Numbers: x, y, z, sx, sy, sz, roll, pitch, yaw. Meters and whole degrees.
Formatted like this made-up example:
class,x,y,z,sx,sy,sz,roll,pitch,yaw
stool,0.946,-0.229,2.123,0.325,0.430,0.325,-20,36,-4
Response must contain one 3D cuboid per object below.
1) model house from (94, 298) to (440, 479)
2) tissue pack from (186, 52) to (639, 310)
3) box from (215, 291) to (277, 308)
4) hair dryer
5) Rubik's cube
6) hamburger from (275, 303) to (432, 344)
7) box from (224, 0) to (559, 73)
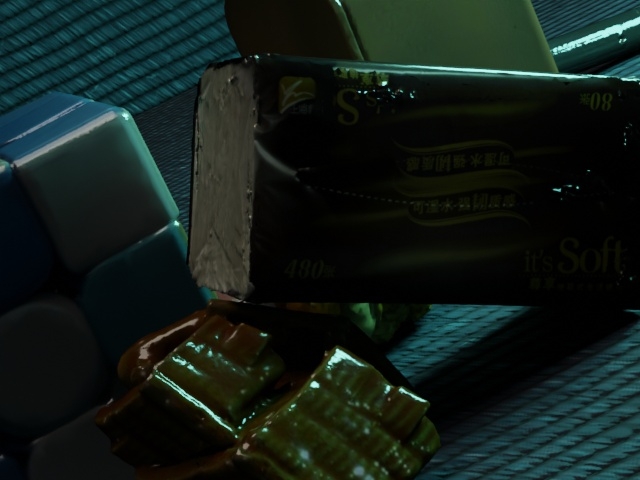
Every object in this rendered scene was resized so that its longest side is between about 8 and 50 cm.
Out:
class,x,y,z,sx,sy,sz,roll,pitch,yaw
model house,-0.040,0.143,1.538,0.220,0.199,0.229,-38,10,3
tissue pack,0.088,-0.045,1.674,0.370,0.210,0.198,1,-2,-19
box,-0.052,0.099,1.830,0.043,0.125,0.089,-28,15,-9
hair dryer,0.300,-0.230,2.503,0.352,0.107,0.189,-20,11,-7
Rubik's cube,-0.289,0.086,1.848,0.347,0.346,0.344,-30,14,-13
hamburger,0.000,0.000,1.895,0.163,0.244,0.244,-35,17,-27
box,0.097,-0.157,2.066,0.229,0.339,0.239,-29,14,-22
